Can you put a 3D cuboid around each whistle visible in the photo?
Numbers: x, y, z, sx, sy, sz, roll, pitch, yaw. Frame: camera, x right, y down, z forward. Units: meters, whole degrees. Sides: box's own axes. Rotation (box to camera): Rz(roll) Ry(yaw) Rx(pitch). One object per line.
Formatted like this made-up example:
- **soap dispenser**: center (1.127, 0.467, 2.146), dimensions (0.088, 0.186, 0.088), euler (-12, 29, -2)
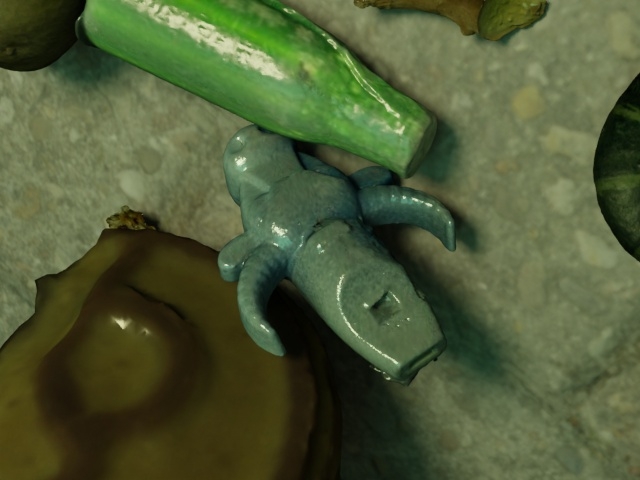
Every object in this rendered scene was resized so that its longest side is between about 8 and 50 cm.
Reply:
- **whistle**: center (0.000, 0.000, 0.668), dimensions (0.269, 0.180, 0.093), euler (47, 158, 34)

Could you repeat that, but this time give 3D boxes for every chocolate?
- **chocolate**: center (-0.044, -0.139, 0.670), dimensions (0.291, 0.110, 0.110), euler (30, 121, 12)

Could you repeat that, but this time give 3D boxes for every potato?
- **potato**: center (-0.250, -0.250, 0.695), dimensions (0.178, 0.160, 0.235), euler (35, 125, 22)

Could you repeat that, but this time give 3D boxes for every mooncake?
- **mooncake**: center (-0.176, 0.186, 0.675), dimensions (0.393, 0.394, 0.246), euler (-10, 135, -5)

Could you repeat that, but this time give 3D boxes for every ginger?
- **ginger**: center (0.091, -0.181, 0.612), dimensions (0.137, 0.044, 0.057), euler (21, 136, 22)

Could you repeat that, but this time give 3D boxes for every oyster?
- **oyster**: center (-0.158, 0.019, 0.833), dimensions (0.132, 0.029, 0.086), euler (48, 130, -1)

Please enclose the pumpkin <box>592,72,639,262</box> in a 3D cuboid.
- **pumpkin**: center (0.255, -0.048, 0.524), dimensions (0.167, 0.125, 0.167), euler (9, 112, 23)
